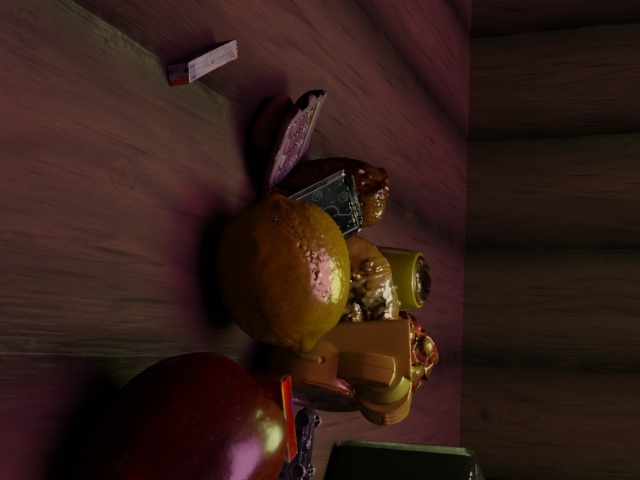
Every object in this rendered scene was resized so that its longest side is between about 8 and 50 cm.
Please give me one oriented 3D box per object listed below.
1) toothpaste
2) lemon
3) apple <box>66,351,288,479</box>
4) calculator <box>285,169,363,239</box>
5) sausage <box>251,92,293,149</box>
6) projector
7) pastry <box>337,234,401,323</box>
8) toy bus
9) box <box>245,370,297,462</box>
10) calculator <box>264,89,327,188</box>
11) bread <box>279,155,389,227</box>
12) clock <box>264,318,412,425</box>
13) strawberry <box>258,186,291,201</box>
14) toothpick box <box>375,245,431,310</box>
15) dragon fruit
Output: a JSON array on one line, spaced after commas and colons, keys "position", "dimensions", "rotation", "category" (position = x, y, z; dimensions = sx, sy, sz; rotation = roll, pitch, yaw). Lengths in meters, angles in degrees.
[{"position": [-0.208, -0.324, 1.456], "dimensions": [0.196, 0.047, 0.040], "rotation": [-52, 133, -57], "category": "toothpaste"}, {"position": [-0.069, 0.066, 1.522], "dimensions": [0.258, 0.257, 0.310], "rotation": [-16, 92, -67], "category": "lemon"}, {"position": [-0.203, 0.324, 1.176], "dimensions": [0.317, 0.288, 0.288], "rotation": [-50, 136, -44], "category": "apple"}, {"position": [-0.038, -0.030, 1.675], "dimensions": [0.274, 0.028, 0.166], "rotation": [-28, 129, -15], "category": "calculator"}, {"position": [-0.101, -0.255, 1.704], "dimensions": [0.154, 0.062, 0.062], "rotation": [-66, 148, -45], "category": "sausage"}, {"position": [0.199, 0.737, 2.002], "dimensions": [0.242, 0.394, 0.405], "rotation": [66, 30, -44], "category": "projector"}, {"position": [0.051, 0.133, 1.823], "dimensions": [0.162, 0.254, 0.311], "rotation": [-69, 144, -49], "category": "pastry"}, {"position": [-0.051, 0.459, 1.809], "dimensions": [0.073, 0.076, 0.168], "rotation": [31, 63, -63], "category": "toy bus"}, {"position": [-0.111, 0.353, 1.614], "dimensions": [0.048, 0.112, 0.175], "rotation": [-27, 114, -66], "category": "box"}, {"position": [-0.059, -0.224, 1.733], "dimensions": [0.294, 0.043, 0.194], "rotation": [-57, 171, -62], "category": "calculator"}, {"position": [0.044, -0.117, 1.832], "dimensions": [0.232, 0.246, 0.135], "rotation": [-58, 151, -57], "category": "bread"}, {"position": [0.040, 0.277, 1.719], "dimensions": [0.244, 0.316, 0.201], "rotation": [77, 19, -61], "category": "clock"}, {"position": [-0.094, -0.083, 1.719], "dimensions": [0.083, 0.073, 0.074], "rotation": [41, 51, -45], "category": "strawberry"}, {"position": [0.132, 0.096, 1.999], "dimensions": [0.175, 0.271, 0.175], "rotation": [0, 90, -68], "category": "toothpick box"}, {"position": [0.176, 0.287, 2.123], "dimensions": [0.296, 0.262, 0.315], "rotation": [-4, 94, -67], "category": "dragon fruit"}]
